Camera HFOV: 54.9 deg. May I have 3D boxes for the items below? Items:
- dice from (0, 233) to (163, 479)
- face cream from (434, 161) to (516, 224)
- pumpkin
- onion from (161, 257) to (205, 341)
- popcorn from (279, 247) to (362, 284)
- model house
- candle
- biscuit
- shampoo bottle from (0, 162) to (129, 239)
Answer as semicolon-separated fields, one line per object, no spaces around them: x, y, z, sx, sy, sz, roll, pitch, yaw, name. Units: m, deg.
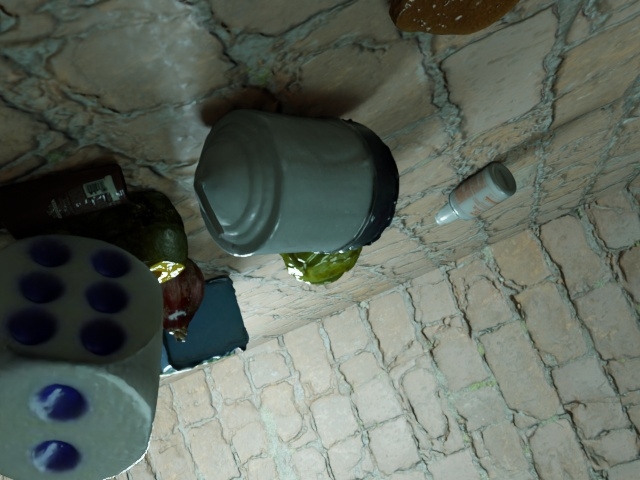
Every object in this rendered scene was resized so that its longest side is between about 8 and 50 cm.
-0.354;0.161;0.864;0.243;0.259;0.251;8;124;-17;dice
0.403;-0.109;1.671;0.101;0.101;0.251;-8;160;-41;face cream
-0.386;0.034;1.039;0.317;0.139;0.222;-21;169;11;pumpkin
-0.320;0.125;1.324;0.159;0.195;0.159;-18;155;-8;onion
0.000;0.000;1.359;0.204;0.184;0.221;-24;165;-12;popcorn
-0.362;0.252;1.703;0.237;0.216;0.303;-13;168;-28;model house
-0.054;-0.085;0.920;0.342;0.221;0.221;-1;155;-44;candle
0.193;-0.327;0.748;0.192;0.036;0.186;-11;159;-34;biscuit
-0.391;-0.047;0.862;0.236;0.068;0.067;-17;169;-10;shampoo bottle
